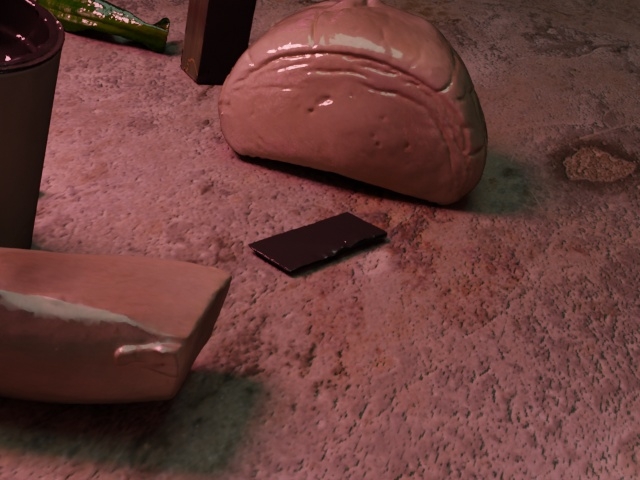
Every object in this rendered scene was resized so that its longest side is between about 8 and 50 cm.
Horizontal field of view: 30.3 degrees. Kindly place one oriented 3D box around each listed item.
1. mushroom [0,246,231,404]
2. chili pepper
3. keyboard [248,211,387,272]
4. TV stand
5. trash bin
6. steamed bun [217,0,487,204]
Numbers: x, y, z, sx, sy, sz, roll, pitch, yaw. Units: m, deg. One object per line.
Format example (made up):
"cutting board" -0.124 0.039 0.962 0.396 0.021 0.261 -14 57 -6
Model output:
"mushroom" -0.274 0.076 1.051 0.407 0.138 0.154 3 43 -14
"chili pepper" -0.370 -0.383 2.009 0.253 0.083 0.099 20 17 7
"keyboard" 0.000 0.002 1.466 0.074 0.015 0.196 25 28 32
"TV stand" -0.156 -0.390 1.897 0.088 0.270 0.083 -4 30 -29
"trash bin" -0.386 -0.110 1.194 0.217 0.263 0.277 10 32 -12
"steamed bun" 0.062 -0.215 1.680 0.383 0.236 0.247 13 27 2
